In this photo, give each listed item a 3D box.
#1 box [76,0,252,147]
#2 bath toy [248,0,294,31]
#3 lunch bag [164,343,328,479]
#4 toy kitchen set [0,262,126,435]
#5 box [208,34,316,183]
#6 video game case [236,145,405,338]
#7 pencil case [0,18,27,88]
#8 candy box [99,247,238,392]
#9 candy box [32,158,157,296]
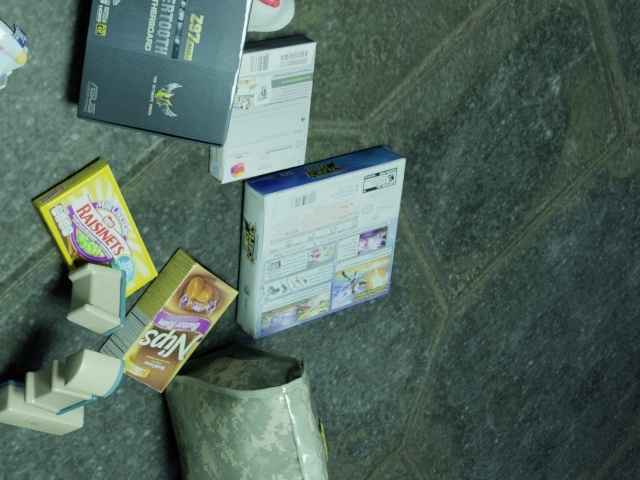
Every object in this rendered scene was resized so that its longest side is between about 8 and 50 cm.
[{"bbox_3d":[-0.181,-0.240,1.354,0.183,0.059,0.233,12,114,-6],"label":"box"},{"bbox_3d":[-0.025,-0.419,1.402,0.151,0.129,0.348,28,96,-14],"label":"bath toy"},{"bbox_3d":[-0.083,0.289,1.646,0.168,0.287,0.235,-17,102,-34],"label":"lunch bag"},{"bbox_3d":[-0.327,0.146,1.519,0.207,0.166,0.122,-24,147,35],"label":"toy kitchen set"},{"bbox_3d":[-0.080,-0.181,1.573,0.145,0.038,0.186,-17,125,-34],"label":"box"},{"bbox_3d":[0.000,0.000,1.747,0.269,0.061,0.244,-17,125,-34],"label":"video game case"},{"bbox_3d":[-0.437,-0.146,1.214,0.273,0.113,0.124,-48,158,-8],"label":"pencil case"},{"bbox_3d":[-0.215,0.116,1.634,0.187,0.053,0.109,-52,139,-1],"label":"candy box"},{"bbox_3d":[-0.292,-0.001,1.505,0.105,0.027,0.206,-38,136,-21],"label":"candy box"}]
